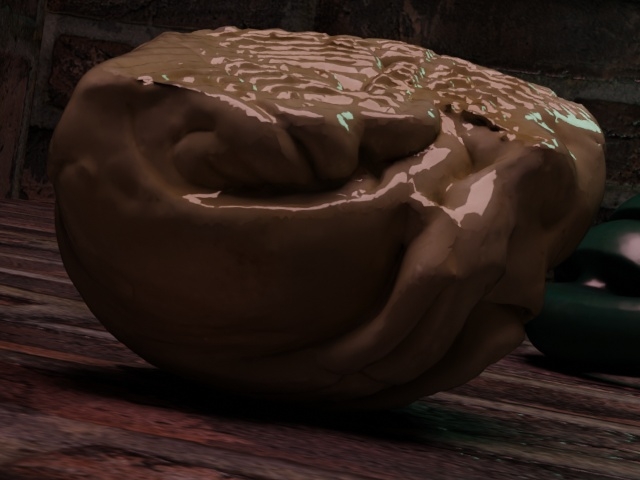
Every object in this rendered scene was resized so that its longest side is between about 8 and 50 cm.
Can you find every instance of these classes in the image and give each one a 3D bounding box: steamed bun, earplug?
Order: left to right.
[{"bbox_3d":[-0.003,-0.001,1.022,0.276,0.203,0.289,19,20,25],"label":"steamed bun"},{"bbox_3d":[0.284,0.036,1.586,0.164,0.280,0.257,33,-30,14],"label":"earplug"}]
